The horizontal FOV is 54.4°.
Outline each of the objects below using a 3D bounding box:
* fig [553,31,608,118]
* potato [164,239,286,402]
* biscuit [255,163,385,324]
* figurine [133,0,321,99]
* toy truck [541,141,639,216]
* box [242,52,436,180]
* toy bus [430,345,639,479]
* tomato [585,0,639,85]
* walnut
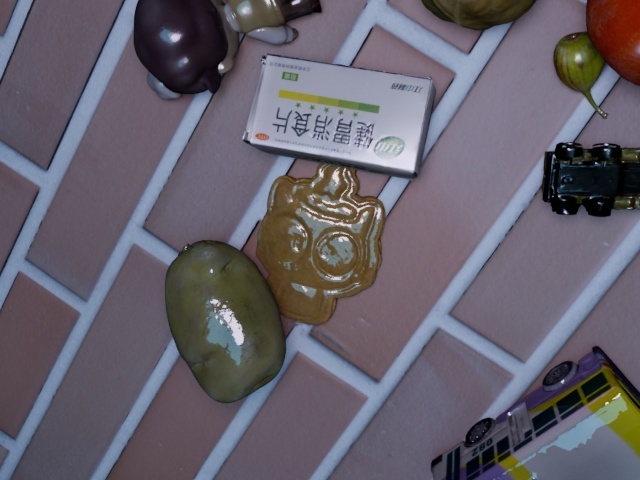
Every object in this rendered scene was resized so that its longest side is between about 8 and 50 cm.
[{"bbox_3d":[0.471,-0.290,1.121,0.093,0.093,0.166,-11,103,14],"label":"fig"},{"bbox_3d":[-0.198,0.159,1.283,0.221,0.243,0.326,-25,78,-15],"label":"potato"},{"bbox_3d":[-0.001,0.001,1.305,0.270,0.051,0.375,17,104,7],"label":"biscuit"},{"bbox_3d":[-0.194,-0.431,1.216,0.365,0.206,0.218,-28,119,-8],"label":"figurine"},{"bbox_3d":[0.535,-0.117,1.123,0.257,0.127,0.127,2,109,11],"label":"toy truck"},{"bbox_3d":[0.038,-0.231,1.182,0.333,0.145,0.173,11,90,9],"label":"box"},{"bbox_3d":[0.432,0.436,1.195,0.440,0.249,0.209,-41,91,17],"label":"toy bus"},{"bbox_3d":[0.567,-0.400,0.959,0.293,0.290,0.325,22,79,-3],"label":"tomato"},{"bbox_3d":[0.276,-0.499,1.046,0.227,0.283,0.282,23,111,49],"label":"walnut"}]
